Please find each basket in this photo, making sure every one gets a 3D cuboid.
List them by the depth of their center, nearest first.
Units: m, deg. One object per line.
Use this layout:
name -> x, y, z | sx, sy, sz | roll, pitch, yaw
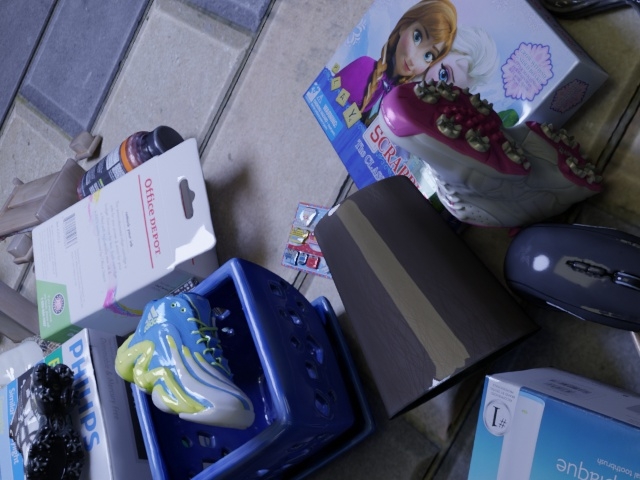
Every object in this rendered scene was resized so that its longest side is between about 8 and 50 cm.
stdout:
basket -> 0.100, 0.055, 1.042 | 0.204, 0.154, 0.226 | -40, 72, 31

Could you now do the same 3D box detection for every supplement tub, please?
supplement tub -> -0.310, -0.113, 1.553 | 0.198, 0.106, 0.106 | -31, 58, 32

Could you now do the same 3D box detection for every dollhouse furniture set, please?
dollhouse furniture set -> -0.541, 0.001, 1.770 | 0.303, 0.174, 0.355 | -10, 46, 41

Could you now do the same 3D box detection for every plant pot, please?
plant pot -> -0.077, 0.191, 1.170 | 0.236, 0.212, 0.235 | -39, 54, 27

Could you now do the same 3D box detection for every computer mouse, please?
computer mouse -> 0.301, 0.003, 0.921 | 0.262, 0.060, 0.184 | 24, 91, 42

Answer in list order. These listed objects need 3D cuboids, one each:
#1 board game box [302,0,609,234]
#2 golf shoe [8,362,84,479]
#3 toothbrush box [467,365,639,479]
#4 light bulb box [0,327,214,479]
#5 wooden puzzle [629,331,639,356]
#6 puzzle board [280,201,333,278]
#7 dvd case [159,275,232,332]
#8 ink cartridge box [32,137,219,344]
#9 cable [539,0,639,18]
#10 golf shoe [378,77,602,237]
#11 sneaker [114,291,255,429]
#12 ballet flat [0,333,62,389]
board game box -> 0.146, -0.191, 1.164 | 0.318, 0.066, 0.318 | -50, 50, 27
golf shoe -> -0.356, 0.259, 1.198 | 0.094, 0.077, 0.198 | -33, 49, 37
toothbrush box -> 0.248, 0.290, 0.867 | 0.216, 0.126, 0.295 | 17, 102, 44
light bulb box -> -0.337, 0.373, 1.331 | 0.361, 0.225, 0.357 | -35, 56, 26
wooden puzzle -> 0.415, 0.059, 0.878 | 0.239, 0.044, 0.220 | -30, 58, 28
puzzle board -> 0.000, 0.000, 1.296 | 0.128, 0.011, 0.096 | 13, 87, 44
dvd case -> -0.181, 0.121, 1.377 | 0.087, 0.013, 0.119 | -34, 94, 31
ink cartridge box -> -0.281, 0.011, 1.458 | 0.354, 0.119, 0.207 | -26, 61, 24
cable -> 0.353, -0.273, 1.007 | 0.287, 0.072, 0.139 | 41, 110, 42
golf shoe -> 0.162, -0.070, 0.969 | 0.140, 0.306, 0.115 | -45, 47, 33
sneaker -> -0.149, 0.125, 1.046 | 0.240, 0.091, 0.126 | 15, 87, 45
ballet flat -> -0.553, 0.294, 1.601 | 0.483, 0.182, 0.164 | -43, 52, 25
